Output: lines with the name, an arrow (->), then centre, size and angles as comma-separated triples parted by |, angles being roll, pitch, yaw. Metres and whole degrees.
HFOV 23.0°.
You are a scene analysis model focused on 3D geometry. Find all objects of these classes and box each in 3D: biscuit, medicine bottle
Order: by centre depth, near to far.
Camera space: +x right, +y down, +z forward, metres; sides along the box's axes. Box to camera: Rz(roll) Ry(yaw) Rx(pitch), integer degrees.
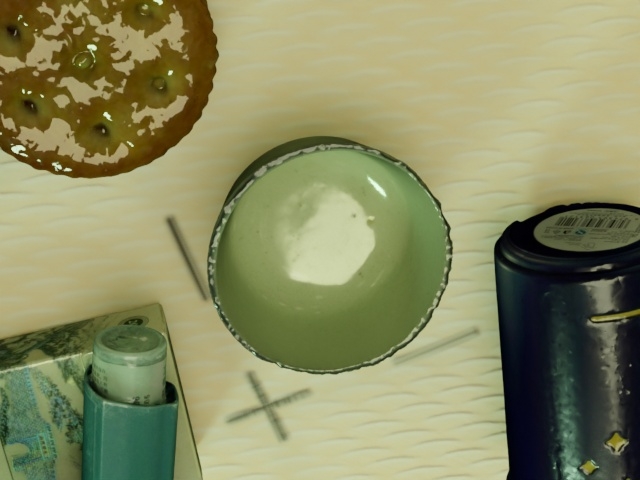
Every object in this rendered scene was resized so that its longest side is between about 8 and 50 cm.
biscuit -> -0.193, -0.158, 1.289 | 0.221, 0.066, 0.220 | -3, 116, -7
medicine bottle -> -0.185, 0.199, 1.351 | 0.124, 0.079, 0.258 | 4, 112, -10

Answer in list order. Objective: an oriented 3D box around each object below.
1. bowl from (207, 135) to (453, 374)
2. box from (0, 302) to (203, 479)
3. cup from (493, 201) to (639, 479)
bowl -> 0.000, 0.000, 1.360 | 0.212, 0.112, 0.211 | -4, 112, -9
box -> -0.248, 0.168, 1.410 | 0.257, 0.069, 0.164 | -13, 114, -4
cup -> 0.266, 0.093, 1.446 | 0.178, 0.255, 0.256 | 5, 114, 29
